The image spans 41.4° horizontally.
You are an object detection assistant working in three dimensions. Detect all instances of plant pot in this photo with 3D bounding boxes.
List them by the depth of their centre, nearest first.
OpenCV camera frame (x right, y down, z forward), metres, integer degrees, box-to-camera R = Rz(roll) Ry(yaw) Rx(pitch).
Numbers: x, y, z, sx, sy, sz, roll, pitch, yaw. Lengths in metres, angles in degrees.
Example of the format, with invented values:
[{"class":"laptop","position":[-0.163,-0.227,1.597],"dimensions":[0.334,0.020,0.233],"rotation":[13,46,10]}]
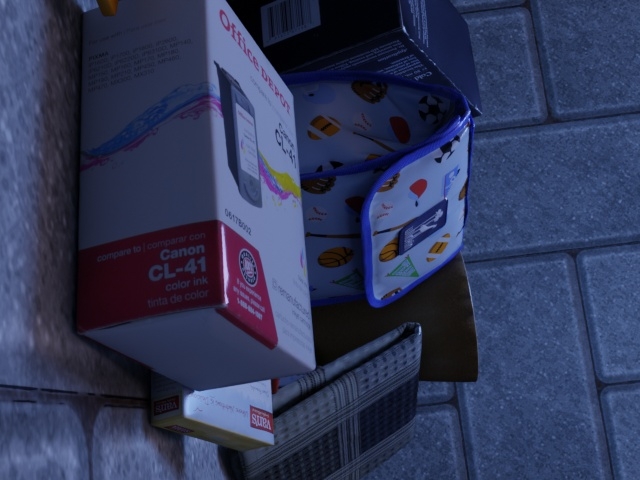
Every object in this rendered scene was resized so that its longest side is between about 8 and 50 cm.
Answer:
[{"class":"plant pot","position":[0.113,0.132,1.397],"dimensions":[0.237,0.254,0.237],"rotation":[-9,90,-87]}]

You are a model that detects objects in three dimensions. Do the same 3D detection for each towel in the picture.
[{"class":"towel","position":[0.014,0.290,1.280],"dimensions":[0.056,0.324,0.312],"rotation":[45,-27,35]}]

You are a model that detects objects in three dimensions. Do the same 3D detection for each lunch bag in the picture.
[{"class":"lunch bag","position":[0.021,-0.062,1.209],"dimensions":[0.327,0.386,0.238],"rotation":[81,3,-55]}]

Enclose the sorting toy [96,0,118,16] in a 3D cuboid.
[{"class":"sorting toy","position":[-0.208,-0.299,0.562],"dimensions":[0.347,0.047,0.196],"rotation":[80,8,-46]}]

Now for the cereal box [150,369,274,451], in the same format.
[{"class":"cereal box","position":[-0.116,0.094,0.913],"dimensions":[0.173,0.047,0.240],"rotation":[39,41,-54]}]

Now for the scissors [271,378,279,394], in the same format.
[{"class":"scissors","position":[-0.053,0.067,1.004],"dimensions":[0.297,0.021,0.109],"rotation":[100,-13,-45]}]

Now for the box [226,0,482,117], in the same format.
[{"class":"box","position":[0.027,-0.274,1.304],"dimensions":[0.312,0.343,0.178],"rotation":[28,53,-57]}]

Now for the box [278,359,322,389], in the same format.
[{"class":"box","position":[-0.064,0.239,1.438],"dimensions":[0.231,0.127,0.262],"rotation":[-96,177,-48]}]

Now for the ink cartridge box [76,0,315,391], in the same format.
[{"class":"ink cartridge box","position":[-0.106,-0.041,0.762],"dimensions":[0.226,0.131,0.306],"rotation":[47,35,-62]}]
